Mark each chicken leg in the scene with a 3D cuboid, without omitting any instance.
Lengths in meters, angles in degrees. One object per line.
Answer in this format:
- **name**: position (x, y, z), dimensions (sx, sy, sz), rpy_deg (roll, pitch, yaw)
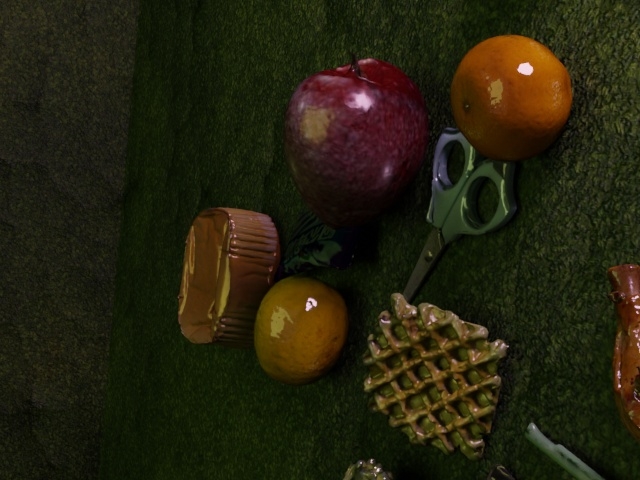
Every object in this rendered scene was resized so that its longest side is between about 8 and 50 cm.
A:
- **chicken leg**: position (0.343, 0.116, 0.859), dimensions (0.101, 0.085, 0.207), rpy_deg (76, -172, -63)

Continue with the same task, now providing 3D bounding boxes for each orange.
- **orange**: position (0.238, -0.176, 1.020), dimensions (0.159, 0.136, 0.158), rpy_deg (167, 90, -72)

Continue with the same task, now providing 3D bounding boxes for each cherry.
- **cherry**: position (0.053, -0.145, 1.250), dimensions (0.203, 0.230, 0.300), rpy_deg (22, 123, 23)

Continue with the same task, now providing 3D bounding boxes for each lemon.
- **lemon**: position (-0.034, 0.158, 1.432), dimensions (0.170, 0.170, 0.207), rpy_deg (36, 119, 56)

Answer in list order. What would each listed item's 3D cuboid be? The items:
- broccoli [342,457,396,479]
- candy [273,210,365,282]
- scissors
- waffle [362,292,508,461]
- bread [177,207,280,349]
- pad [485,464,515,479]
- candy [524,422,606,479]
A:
- **broccoli**: position (0.054, 0.498, 1.200), dimensions (0.324, 0.272, 0.334), rpy_deg (-60, -13, -57)
- **candy**: position (0.000, 0.000, 1.474), dimensions (0.275, 0.070, 0.145), rpy_deg (-15, 54, 60)
- **scissors**: position (0.172, -0.002, 1.222), dimensions (0.360, 0.029, 0.191), rpy_deg (-64, 38, 33)
- **waffle**: position (0.152, 0.191, 1.148), dimensions (0.204, 0.054, 0.223), rpy_deg (19, 114, 26)
- **bread**: position (-0.177, 0.080, 1.706), dimensions (0.204, 0.156, 0.288), rpy_deg (-7, 78, 52)
- **pad**: position (0.260, 0.417, 1.035), dimensions (0.233, 0.022, 0.174), rpy_deg (46, 125, 50)
- **candy**: position (0.341, 0.298, 0.847), dimensions (0.440, 0.119, 0.119), rpy_deg (-148, 66, -65)
